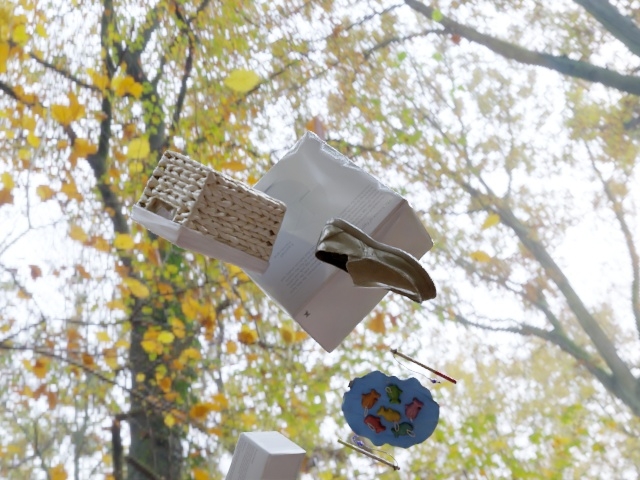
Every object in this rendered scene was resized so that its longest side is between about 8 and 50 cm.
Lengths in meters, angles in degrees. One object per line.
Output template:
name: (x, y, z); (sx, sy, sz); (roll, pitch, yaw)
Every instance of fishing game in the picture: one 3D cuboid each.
fishing game: (0.128, 0.320, 1.602); (0.189, 0.041, 0.264); (28, -59, -3)

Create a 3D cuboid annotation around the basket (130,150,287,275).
basket: (-0.138, -0.036, 1.110); (0.167, 0.113, 0.103); (23, -88, -50)

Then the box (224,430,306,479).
box: (-0.100, 0.412, 1.573); (0.102, 0.087, 0.101); (12, -81, -48)

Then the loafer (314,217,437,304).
loafer: (0.055, 0.030, 0.898); (0.050, 0.148, 0.056); (-49, -32, -19)

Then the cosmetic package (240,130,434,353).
cosmetic package: (0.000, 0.000, 1.258); (0.224, 0.225, 0.138); (-46, -40, -5)
